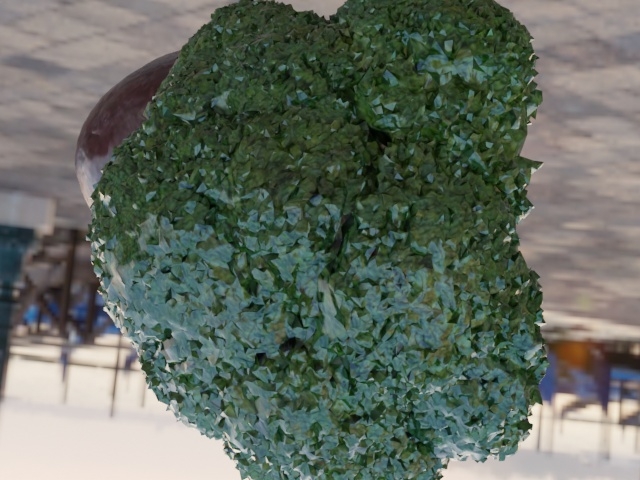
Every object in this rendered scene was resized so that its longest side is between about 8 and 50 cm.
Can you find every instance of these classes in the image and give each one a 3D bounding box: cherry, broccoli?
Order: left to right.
[{"bbox_3d":[-0.108,-0.092,1.332,0.300,0.203,0.230,-28,170,38],"label":"cherry"},{"bbox_3d":[0.003,0.007,0.926,0.310,0.321,0.413,30,129,-14],"label":"broccoli"}]
